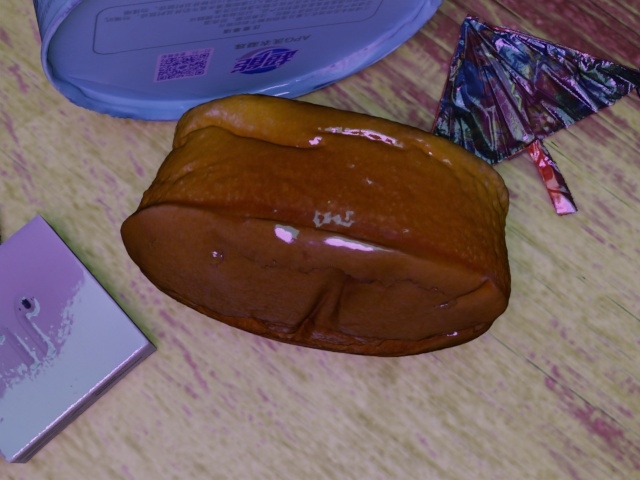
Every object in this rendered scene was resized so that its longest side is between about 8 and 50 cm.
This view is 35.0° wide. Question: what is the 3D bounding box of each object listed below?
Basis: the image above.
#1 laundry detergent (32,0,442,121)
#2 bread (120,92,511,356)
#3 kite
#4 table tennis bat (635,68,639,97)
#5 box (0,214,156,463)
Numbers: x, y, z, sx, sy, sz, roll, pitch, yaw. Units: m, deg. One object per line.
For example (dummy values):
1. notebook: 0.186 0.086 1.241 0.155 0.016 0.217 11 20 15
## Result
1. laundry detergent: -0.085 -0.282 0.723 0.287 0.287 0.305 -13 78 -5
2. bread: 0.000 0.000 0.709 0.269 0.195 0.143 13 70 6
3. kite: 0.155 -0.101 0.829 0.232 0.009 0.189 -26 78 -5
4. table tennis bat: 0.303 -0.129 0.840 0.083 0.007 0.050 3 76 1
5. box: -0.215 0.074 0.756 0.130 0.051 0.129 -41 81 -10
